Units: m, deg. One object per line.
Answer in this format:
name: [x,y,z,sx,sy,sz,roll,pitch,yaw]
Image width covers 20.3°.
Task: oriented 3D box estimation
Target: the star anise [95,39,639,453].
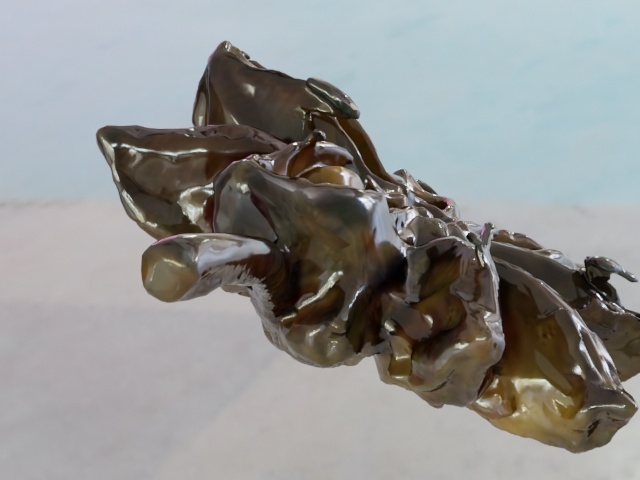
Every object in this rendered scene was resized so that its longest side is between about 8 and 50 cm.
star anise: [-0.001,-0.003,0.506,0.234,0.073,0.177,24,10,-44]
